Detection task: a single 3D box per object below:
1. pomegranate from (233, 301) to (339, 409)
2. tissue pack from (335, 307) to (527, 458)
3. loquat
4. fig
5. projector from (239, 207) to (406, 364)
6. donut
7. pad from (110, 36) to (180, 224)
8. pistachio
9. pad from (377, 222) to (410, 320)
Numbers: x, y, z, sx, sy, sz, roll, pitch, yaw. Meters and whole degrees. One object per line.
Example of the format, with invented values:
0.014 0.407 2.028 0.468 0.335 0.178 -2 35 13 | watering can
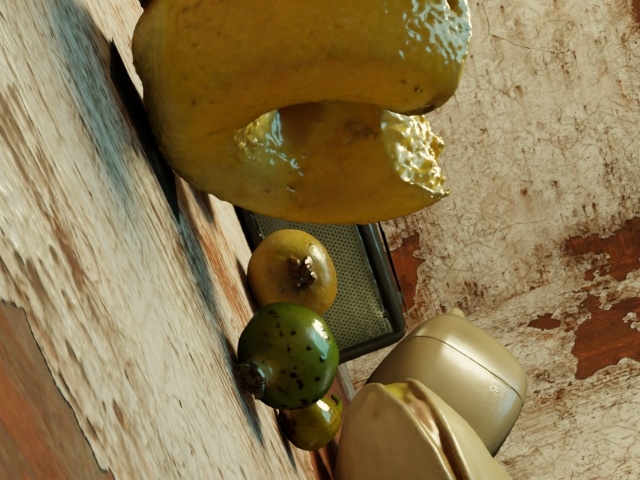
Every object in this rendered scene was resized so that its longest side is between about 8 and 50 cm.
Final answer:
-0.043 0.135 1.340 0.130 0.130 0.130 -21 90 -89 | pomegranate
0.213 0.318 2.204 0.267 0.277 0.387 35 -37 4 | tissue pack
-0.044 0.057 1.807 0.163 0.137 0.163 174 -90 -82 | loquat
-0.005 0.233 1.554 0.084 0.098 0.082 34 -53 57 | fig
0.000 0.000 2.298 0.395 0.242 0.405 -111 -179 -77 | projector
-0.020 -0.152 1.334 0.435 0.378 0.163 77 7 -64 | donut
-0.194 -0.123 1.302 0.127 0.004 0.190 -108 177 -60 | pad
0.173 0.427 1.847 0.365 0.282 0.445 99 -29 -52 | pistachio
0.134 0.024 2.318 0.163 0.004 0.243 -106 178 -51 | pad
